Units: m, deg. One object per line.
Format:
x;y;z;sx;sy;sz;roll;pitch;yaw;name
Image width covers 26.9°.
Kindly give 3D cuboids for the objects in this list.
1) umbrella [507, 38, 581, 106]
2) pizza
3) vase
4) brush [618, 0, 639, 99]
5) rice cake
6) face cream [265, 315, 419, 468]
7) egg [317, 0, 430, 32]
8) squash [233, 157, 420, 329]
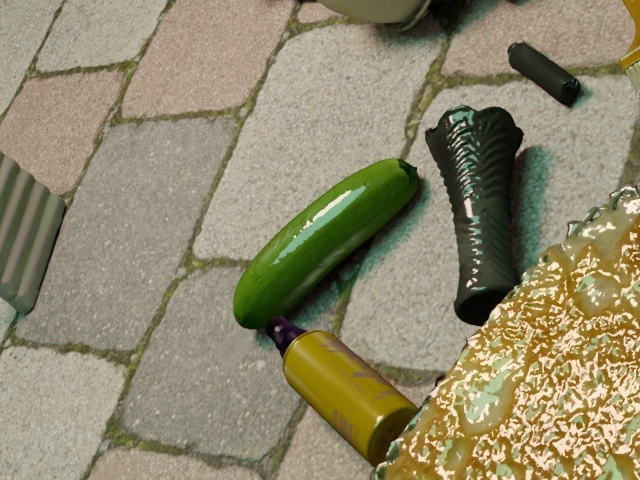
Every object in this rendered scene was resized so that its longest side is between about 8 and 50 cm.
0.260;-0.198;1.572;0.036;0.031;0.133;-44;39;5;umbrella
0.223;0.197;1.264;0.392;0.080;0.435;-35;40;18;pizza
0.176;-0.025;1.467;0.115;0.115;0.237;-23;49;29;vase
0.369;-0.272;1.540;0.103;0.013;0.272;-33;42;20;brush
-0.477;-0.021;2.030;0.037;0.189;0.198;-15;43;38;rice cake
0.015;0.156;1.493;0.078;0.078;0.273;-51;39;-1;face cream
0.060;-0.428;1.743;0.264;0.174;0.286;48;126;57;egg
-0.002;-0.001;1.628;0.292;0.082;0.082;-42;40;10;squash
